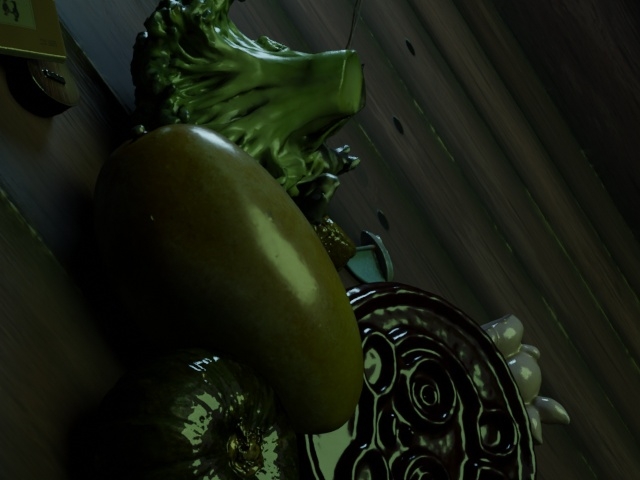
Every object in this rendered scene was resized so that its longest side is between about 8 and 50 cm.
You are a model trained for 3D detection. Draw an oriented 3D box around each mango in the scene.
[{"bbox_3d":[-0.093,0.048,1.626,0.384,0.221,0.199,55,32,-8],"label":"mango"}]

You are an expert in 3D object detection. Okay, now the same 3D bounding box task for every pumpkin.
[{"bbox_3d":[-0.119,0.209,1.486,0.224,0.157,0.223,22,59,-42],"label":"pumpkin"}]

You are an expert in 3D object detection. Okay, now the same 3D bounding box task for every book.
[{"bbox_3d":[-0.335,-0.267,1.653,0.118,0.012,0.172,5,58,-35],"label":"book"}]

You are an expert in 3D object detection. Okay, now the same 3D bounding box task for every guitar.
[{"bbox_3d":[-0.321,-0.260,1.705,0.084,0.038,0.271,24,45,-60],"label":"guitar"}]

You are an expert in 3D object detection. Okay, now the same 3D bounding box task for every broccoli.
[{"bbox_3d":[-0.100,-0.142,1.863,0.334,0.272,0.324,36,74,-62],"label":"broccoli"}]

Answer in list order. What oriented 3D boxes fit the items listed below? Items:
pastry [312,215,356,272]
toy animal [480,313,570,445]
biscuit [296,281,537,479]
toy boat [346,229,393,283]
[{"bbox_3d":[0.000,0.000,2.103,0.097,0.057,0.109,44,-7,17],"label":"pastry"},{"bbox_3d":[0.305,0.230,2.521,0.212,0.124,0.124,67,21,7],"label":"toy animal"},{"bbox_3d":[0.108,0.243,1.860,0.407,0.091,0.407,18,62,-36],"label":"biscuit"},{"bbox_3d":[0.059,0.033,2.286,0.122,0.034,0.096,-11,76,-59],"label":"toy boat"}]
